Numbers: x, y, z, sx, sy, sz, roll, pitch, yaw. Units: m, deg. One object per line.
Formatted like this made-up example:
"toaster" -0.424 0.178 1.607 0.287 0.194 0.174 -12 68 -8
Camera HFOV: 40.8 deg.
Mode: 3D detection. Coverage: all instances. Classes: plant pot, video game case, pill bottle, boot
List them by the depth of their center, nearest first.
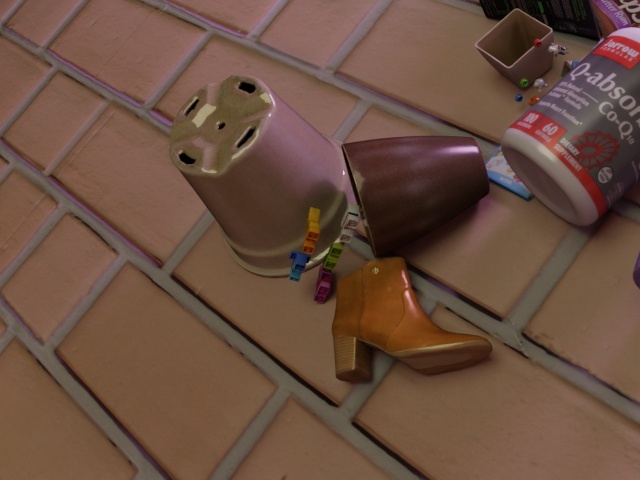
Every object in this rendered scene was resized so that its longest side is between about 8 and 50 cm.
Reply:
"pill bottle" 0.493 -0.215 1.415 0.363 0.210 0.210 -43 50 -1
"boot" 0.147 0.120 1.475 0.295 0.104 0.211 -13 56 28
"plant pot" 0.177 -0.104 1.549 0.230 0.215 0.215 -17 53 1
"video game case" 0.384 -0.161 1.571 0.166 0.015 0.119 -50 51 -5
"plant pot" 0.380 -0.355 1.639 0.109 0.096 0.109 -41 48 1
"plant pot" -0.121 -0.145 1.660 0.334 0.305 0.334 -15 55 22

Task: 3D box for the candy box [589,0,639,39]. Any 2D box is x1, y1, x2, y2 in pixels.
"candy box" 0.550 -0.394 1.517 0.109 0.186 0.053 -24 17 15

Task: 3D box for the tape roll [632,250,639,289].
"tape roll" 0.554 0.041 1.235 0.189 0.189 0.080 11 67 34

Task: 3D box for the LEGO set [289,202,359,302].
"LEGO set" 0.000 0.000 1.567 0.087 0.227 0.093 15 45 -9

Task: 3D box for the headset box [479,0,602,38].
"headset box" 0.482 -0.548 1.679 0.283 0.131 0.246 22 74 37

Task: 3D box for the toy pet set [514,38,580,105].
"toy pet set" 0.434 -0.293 1.570 0.114 0.122 0.065 4 30 -13
